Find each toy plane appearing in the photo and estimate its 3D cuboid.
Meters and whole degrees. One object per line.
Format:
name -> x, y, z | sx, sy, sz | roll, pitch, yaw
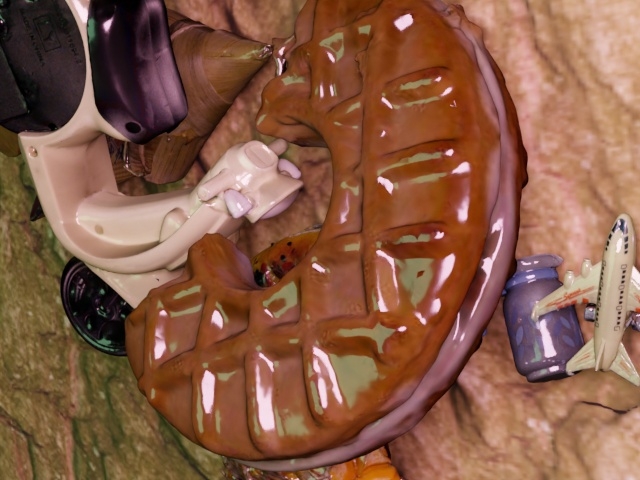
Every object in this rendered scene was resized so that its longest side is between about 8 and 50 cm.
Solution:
toy plane -> 0.188, 0.037, 0.947 | 0.102, 0.040, 0.111 | 10, 96, 21

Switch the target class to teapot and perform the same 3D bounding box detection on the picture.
teapot -> 0.145, 0.056, 1.006 | 0.063, 0.049, 0.083 | -32, 65, 49

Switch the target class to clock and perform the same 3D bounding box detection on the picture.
clock -> -0.163, -0.094, 1.224 | 0.276, 0.120, 0.379 | -15, 105, 37

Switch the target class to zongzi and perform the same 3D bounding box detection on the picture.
zongzi -> -0.103, -0.112, 1.289 | 0.176, 0.078, 0.160 | 22, 121, 40

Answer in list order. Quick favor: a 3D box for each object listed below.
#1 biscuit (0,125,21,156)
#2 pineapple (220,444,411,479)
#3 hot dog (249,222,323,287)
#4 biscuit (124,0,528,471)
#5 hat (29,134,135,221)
biscuit -> -0.366, -0.219, 1.510 | 0.275, 0.052, 0.355 | 51, 157, 17
pineapple -> -0.008, 0.200, 1.163 | 0.225, 0.076, 0.225 | 31, 144, 26
hot dog -> -0.002, 0.068, 1.179 | 0.270, 0.082, 0.162 | -23, 77, 53
biscuit -> 0.015, -0.001, 1.030 | 0.268, 0.115, 0.366 | 34, 100, 44
hat -> -0.202, -0.089, 1.422 | 0.193, 0.082, 0.193 | -56, 17, 27
